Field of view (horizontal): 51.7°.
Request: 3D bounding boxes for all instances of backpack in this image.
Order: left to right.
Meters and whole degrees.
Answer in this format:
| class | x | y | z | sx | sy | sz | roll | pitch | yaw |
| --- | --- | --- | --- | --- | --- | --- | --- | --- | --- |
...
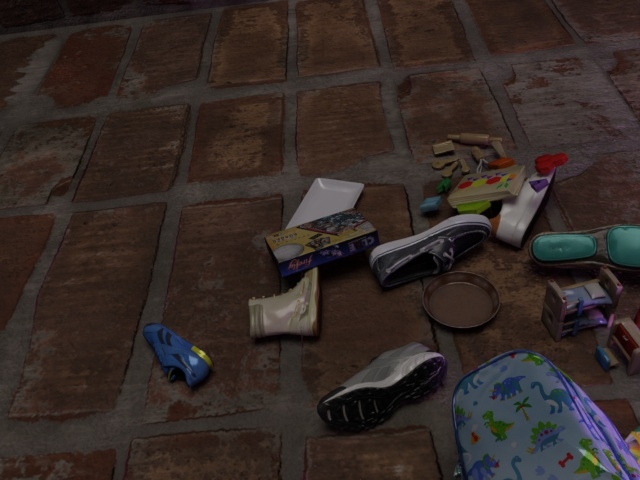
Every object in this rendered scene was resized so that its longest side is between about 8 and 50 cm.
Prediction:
| class | x | y | z | sx | sy | sz | roll | pitch | yaw |
| --- | --- | --- | --- | --- | --- | --- | --- | --- | --- |
| backpack | 0.355 | 0.352 | 1.065 | 0.290 | 0.273 | 0.355 | -35 | 21 | 22 |

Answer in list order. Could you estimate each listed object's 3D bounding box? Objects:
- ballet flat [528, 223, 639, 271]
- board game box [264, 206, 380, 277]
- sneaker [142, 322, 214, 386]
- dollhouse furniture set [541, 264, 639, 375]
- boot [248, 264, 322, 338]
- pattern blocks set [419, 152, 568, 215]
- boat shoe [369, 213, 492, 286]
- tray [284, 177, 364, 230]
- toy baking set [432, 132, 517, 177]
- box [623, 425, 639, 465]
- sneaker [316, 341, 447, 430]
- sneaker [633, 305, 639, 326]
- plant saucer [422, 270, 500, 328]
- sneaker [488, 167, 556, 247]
| class | x | y | z | sx | sy | sz | roll | pitch | yaw |
| --- | --- | --- | --- | --- | --- | --- | --- | --- | --- |
| ballet flat | 0.630 | 0.020 | 1.474 | 0.316 | 0.106 | 0.108 | 4 | 78 | 21 |
| board game box | 0.000 | 0.000 | 1.582 | 0.243 | 0.042 | 0.165 | -18 | 26 | -9 |
| sneaker | -0.328 | 0.247 | 1.427 | 0.209 | 0.069 | 0.082 | 24 | 55 | 31 |
| dollhouse furniture set | 0.548 | 0.166 | 1.314 | 0.129 | 0.129 | 0.184 | -14 | 42 | -5 |
| boot | -0.080 | 0.133 | 1.505 | 0.165 | 0.077 | 0.213 | -6 | 42 | 7 |
| pattern blocks set | 0.423 | -0.136 | 1.653 | 0.324 | 0.026 | 0.285 | -1 | 31 | 46 |
| boat shoe | 0.266 | 0.031 | 1.532 | 0.301 | 0.108 | 0.102 | -17 | 43 | -5 |
| tray | 0.009 | -0.068 | 1.741 | 0.145 | 0.030 | 0.270 | 10 | 45 | 19 |
| toy baking set | 0.431 | -0.233 | 1.852 | 0.256 | 0.030 | 0.197 | 5 | 49 | 24 |
| box | 0.538 | 0.405 | 1.120 | 0.179 | 0.043 | 0.105 | -36 | 48 | -24 |
| sneaker | 0.114 | 0.283 | 1.301 | 0.271 | 0.100 | 0.108 | -21 | 29 | -18 |
| sneaker | 0.726 | 0.132 | 1.329 | 0.128 | 0.087 | 0.221 | 27 | 39 | 30 |
| plant saucer | 0.311 | 0.137 | 1.464 | 0.168 | 0.029 | 0.168 | -5 | 43 | 5 |
| sneaker | 0.498 | -0.111 | 1.644 | 0.123 | 0.106 | 0.290 | 21 | 51 | 26 |
